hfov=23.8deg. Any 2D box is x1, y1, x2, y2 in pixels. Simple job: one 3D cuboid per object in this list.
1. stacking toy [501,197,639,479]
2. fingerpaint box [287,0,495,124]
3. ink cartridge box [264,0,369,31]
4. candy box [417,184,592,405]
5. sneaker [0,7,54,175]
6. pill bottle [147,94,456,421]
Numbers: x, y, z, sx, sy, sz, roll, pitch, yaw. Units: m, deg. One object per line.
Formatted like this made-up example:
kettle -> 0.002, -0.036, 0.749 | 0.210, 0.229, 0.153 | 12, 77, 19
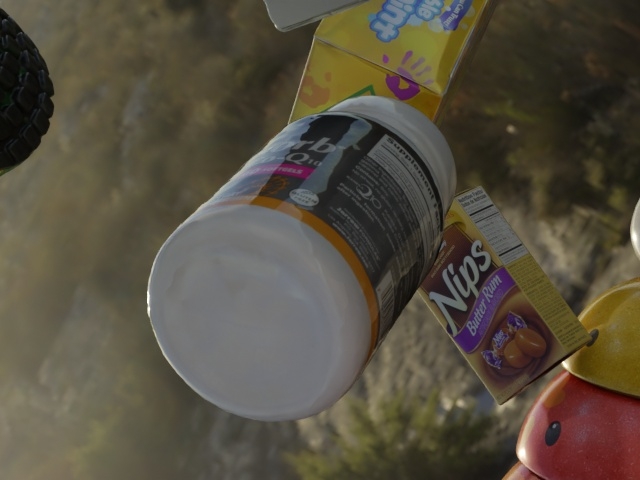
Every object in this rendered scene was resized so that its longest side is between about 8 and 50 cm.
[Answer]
stacking toy -> 0.336, 0.156, 1.512 | 0.350, 0.351, 0.479 | -153, 71, -75
fingerpaint box -> 0.099, -0.233, 1.846 | 0.371, 0.163, 0.444 | 110, -174, -53
ink cartridge box -> -0.029, -0.292, 1.236 | 0.093, 0.154, 0.212 | -18, 36, 7
candy box -> 0.164, 0.054, 1.478 | 0.053, 0.186, 0.109 | -22, -18, -46
sneaker -> -0.294, -0.050, 1.053 | 0.146, 0.134, 0.343 | -24, 40, 36
pill bottle -> 0.000, 0.000, 1.117 | 0.162, 0.162, 0.278 | -52, -1, 33
